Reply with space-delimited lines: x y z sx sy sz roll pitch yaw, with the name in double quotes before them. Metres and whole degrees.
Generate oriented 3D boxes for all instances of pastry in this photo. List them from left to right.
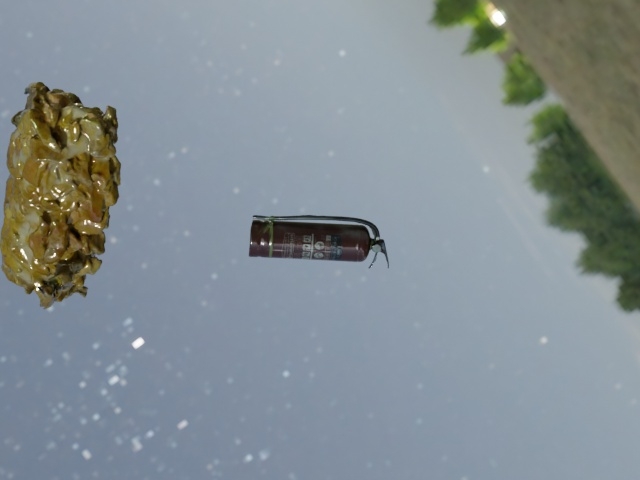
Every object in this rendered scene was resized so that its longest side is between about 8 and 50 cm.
"pastry" -0.271 -0.033 1.380 0.102 0.249 0.154 -11 -144 -35

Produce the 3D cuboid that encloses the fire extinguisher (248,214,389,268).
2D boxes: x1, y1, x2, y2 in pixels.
"fire extinguisher" 0.000 0.000 1.470 0.043 0.158 0.064 -98 11 -63
